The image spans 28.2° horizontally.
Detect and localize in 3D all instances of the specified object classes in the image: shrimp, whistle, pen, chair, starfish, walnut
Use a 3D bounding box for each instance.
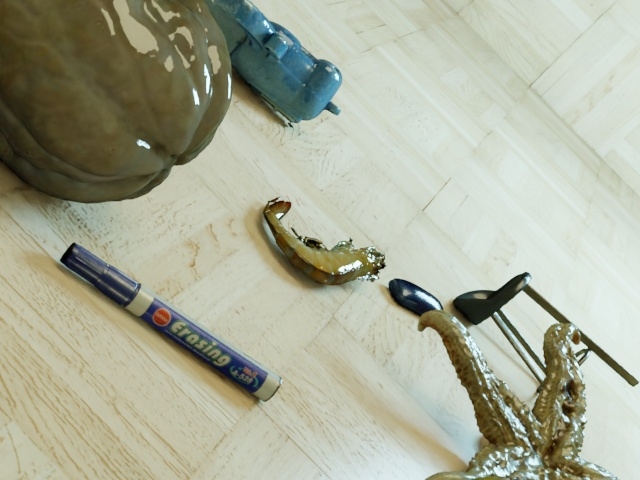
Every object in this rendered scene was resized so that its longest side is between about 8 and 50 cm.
[{"bbox_3d":[-0.001,0.001,1.328,0.124,0.034,0.178,45,23,20],"label":"shrimp"},{"bbox_3d":[-0.081,-0.239,1.553,0.269,0.093,0.180,41,-4,-10],"label":"whistle"},{"bbox_3d":[-0.113,0.064,0.986,0.204,0.025,0.025,36,21,-22],"label":"pen"},{"bbox_3d":[0.266,0.121,1.516,0.221,0.095,0.104,46,8,4],"label":"chair"},{"bbox_3d":[0.223,0.207,1.227,0.327,0.094,0.375,23,40,-10],"label":"starfish"},{"bbox_3d":[-0.181,-0.138,1.003,0.224,0.224,0.224,38,21,-17],"label":"walnut"}]

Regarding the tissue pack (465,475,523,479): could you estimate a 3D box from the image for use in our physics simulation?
[{"bbox_3d":[0.012,0.226,0.667,0.134,0.192,0.271,55,21,22],"label":"tissue pack"}]

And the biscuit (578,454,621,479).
[{"bbox_3d":[0.303,0.291,1.335,0.320,0.047,0.183,43,17,-1],"label":"biscuit"}]

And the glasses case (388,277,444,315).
[{"bbox_3d":[0.112,0.067,1.425,0.083,0.023,0.033,29,24,-37],"label":"glasses case"}]
